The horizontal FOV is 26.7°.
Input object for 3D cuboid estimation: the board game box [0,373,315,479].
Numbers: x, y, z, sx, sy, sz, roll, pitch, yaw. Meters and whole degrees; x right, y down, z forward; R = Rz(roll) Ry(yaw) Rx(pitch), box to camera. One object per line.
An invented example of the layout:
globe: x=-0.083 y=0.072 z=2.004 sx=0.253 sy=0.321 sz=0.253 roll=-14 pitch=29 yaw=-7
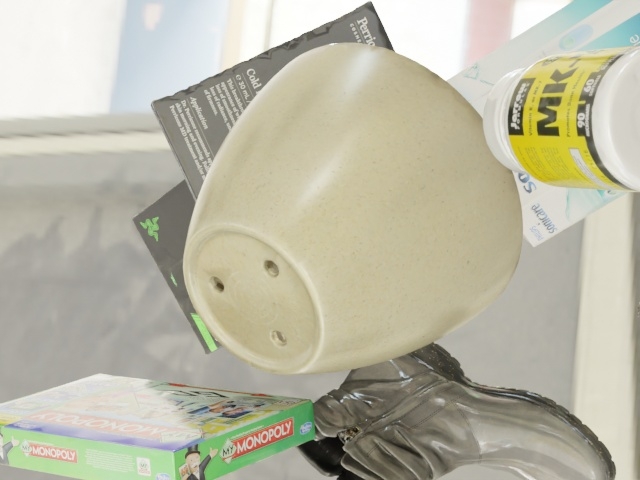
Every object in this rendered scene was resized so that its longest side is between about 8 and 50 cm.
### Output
board game box: x=-0.194 y=0.194 z=1.397 sx=0.213 sy=0.317 sz=0.046 roll=-12 pitch=-79 yaw=-53

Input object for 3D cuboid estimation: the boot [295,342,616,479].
boot: x=0.142 y=0.248 z=1.530 sx=0.222 sy=0.338 sz=0.118 roll=-39 pitch=-36 yaw=-43

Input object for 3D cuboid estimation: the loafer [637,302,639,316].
loafer: x=0.544 y=0.144 z=1.947 sx=0.080 sy=0.220 sz=0.078 roll=-48 pitch=13 yaw=-9

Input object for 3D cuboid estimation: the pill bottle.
pill bottle: x=0.231 y=-0.102 z=1.148 sx=0.208 sy=0.119 sz=0.119 roll=-171 pitch=86 yaw=-67

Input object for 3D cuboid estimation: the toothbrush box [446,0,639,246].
toothbrush box: x=0.327 y=-0.166 z=1.680 sx=0.126 sy=0.295 sz=0.216 roll=38 pitch=-156 yaw=-58

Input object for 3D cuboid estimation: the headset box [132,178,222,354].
headset box: x=-0.118 y=0.003 z=2.024 sx=0.131 sy=0.283 sz=0.246 roll=-25 pitch=-95 yaw=-50

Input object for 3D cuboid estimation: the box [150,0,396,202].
box: x=-0.006 y=-0.087 z=1.779 sx=0.179 sy=0.312 sz=0.343 roll=-109 pitch=-5 yaw=-89

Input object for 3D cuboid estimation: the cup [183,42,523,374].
cup: x=0.000 y=0.000 z=1.344 sx=0.237 sy=0.331 sz=0.331 roll=-39 pitch=-36 yaw=-43
